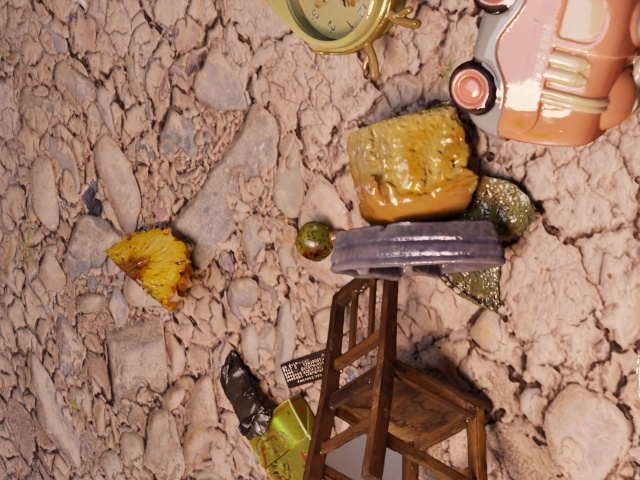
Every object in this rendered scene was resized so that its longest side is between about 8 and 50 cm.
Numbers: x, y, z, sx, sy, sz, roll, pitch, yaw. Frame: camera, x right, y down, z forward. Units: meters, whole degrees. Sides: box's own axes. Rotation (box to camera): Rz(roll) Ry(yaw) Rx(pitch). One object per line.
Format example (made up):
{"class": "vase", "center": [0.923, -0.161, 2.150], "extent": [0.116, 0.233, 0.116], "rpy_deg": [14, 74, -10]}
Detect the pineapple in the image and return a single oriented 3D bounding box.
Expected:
{"class": "pineapple", "center": [-0.309, 0.067, 1.968], "extent": [0.249, 0.140, 0.164], "rpy_deg": [28, 162, 52]}

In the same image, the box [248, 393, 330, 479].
{"class": "box", "center": [-0.017, 0.467, 1.826], "extent": [0.173, 0.043, 0.311], "rpy_deg": [-44, 70, 41]}

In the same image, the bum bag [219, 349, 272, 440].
{"class": "bum bag", "center": [-0.158, 0.309, 1.889], "extent": [0.198, 0.049, 0.087], "rpy_deg": [56, 130, 39]}

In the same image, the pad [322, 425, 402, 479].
{"class": "pad", "center": [0.075, 0.411, 1.715], "extent": [0.143, 0.003, 0.211], "rpy_deg": [48, 115, 21]}

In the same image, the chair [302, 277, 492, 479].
{"class": "chair", "center": [0.135, 0.265, 1.549], "extent": [0.240, 0.416, 0.203], "rpy_deg": [30, 136, -20]}

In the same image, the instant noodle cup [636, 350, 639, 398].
{"class": "instant noodle cup", "center": [0.513, 0.149, 1.131], "extent": [0.264, 0.200, 0.264], "rpy_deg": [13, 111, 39]}

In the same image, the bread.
{"class": "bread", "center": [0.112, -0.105, 1.469], "extent": [0.251, 0.133, 0.174], "rpy_deg": [-15, 83, 50]}

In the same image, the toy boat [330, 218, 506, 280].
{"class": "toy boat", "center": [0.150, 0.018, 1.452], "extent": [0.282, 0.127, 0.078], "rpy_deg": [-6, 76, 35]}

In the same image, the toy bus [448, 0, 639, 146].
{"class": "toy bus", "center": [0.311, -0.252, 1.222], "extent": [0.232, 0.194, 0.288], "rpy_deg": [25, 118, 27]}

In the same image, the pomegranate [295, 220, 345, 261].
{"class": "pomegranate", "center": [-0.001, 0.004, 1.669], "extent": [0.084, 0.073, 0.073], "rpy_deg": [19, 116, 12]}

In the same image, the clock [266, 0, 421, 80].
{"class": "clock", "center": [0.039, -0.403, 1.493], "extent": [0.308, 0.096, 0.235], "rpy_deg": [55, 131, 17]}

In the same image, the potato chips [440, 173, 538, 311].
{"class": "potato chips", "center": [0.240, -0.008, 1.463], "extent": [0.202, 0.029, 0.220], "rpy_deg": [54, 133, 22]}

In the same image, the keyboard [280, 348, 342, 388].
{"class": "keyboard", "center": [-0.019, 0.241, 1.788], "extent": [0.155, 0.010, 0.053], "rpy_deg": [-25, 85, 44]}
